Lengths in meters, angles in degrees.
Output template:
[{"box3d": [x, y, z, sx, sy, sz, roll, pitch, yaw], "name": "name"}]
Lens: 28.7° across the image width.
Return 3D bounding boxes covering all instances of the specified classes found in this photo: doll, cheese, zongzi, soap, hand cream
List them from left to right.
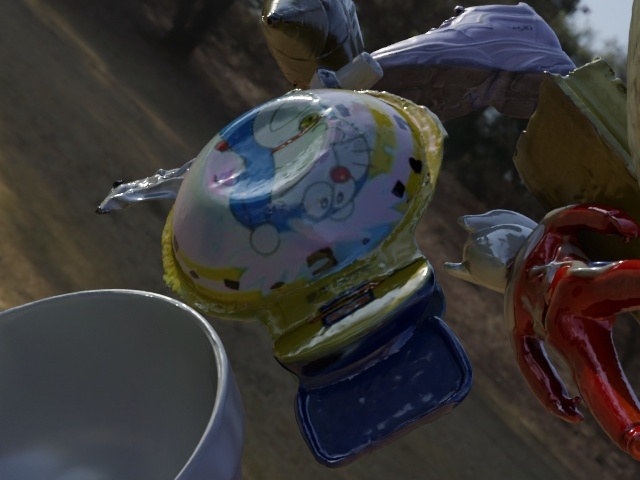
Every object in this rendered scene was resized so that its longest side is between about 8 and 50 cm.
[{"box3d": [-0.063, -0.080, 1.010, 0.050, 0.257, 0.084, 60, 13, -18], "name": "hand cream"}, {"box3d": [-0.006, -0.153, 1.068, 0.176, 0.078, 0.160, -81, 154, -57], "name": "zongzi"}, {"box3d": [0.000, 0.000, 0.587, 0.064, 0.156, 0.250, 56, 5, -42], "name": "cheese"}, {"box3d": [0.218, 0.054, 1.101, 0.099, 0.188, 0.384, 14, 12, -22], "name": "doll"}, {"box3d": [0.271, -0.042, 1.128, 0.233, 0.076, 0.135, 59, -25, 31], "name": "soap"}]

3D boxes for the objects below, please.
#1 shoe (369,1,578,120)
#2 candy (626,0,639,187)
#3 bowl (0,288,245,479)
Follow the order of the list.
[{"box3d": [0.154, -0.204, 1.355, 0.095, 0.245, 0.137, 107, -25, -48], "name": "shoe"}, {"box3d": [0.304, -0.168, 0.623, 0.186, 0.386, 0.427, 44, -19, 34], "name": "candy"}, {"box3d": [-0.173, 0.172, 0.784, 0.287, 0.287, 0.144, 50, -19, 57], "name": "bowl"}]
